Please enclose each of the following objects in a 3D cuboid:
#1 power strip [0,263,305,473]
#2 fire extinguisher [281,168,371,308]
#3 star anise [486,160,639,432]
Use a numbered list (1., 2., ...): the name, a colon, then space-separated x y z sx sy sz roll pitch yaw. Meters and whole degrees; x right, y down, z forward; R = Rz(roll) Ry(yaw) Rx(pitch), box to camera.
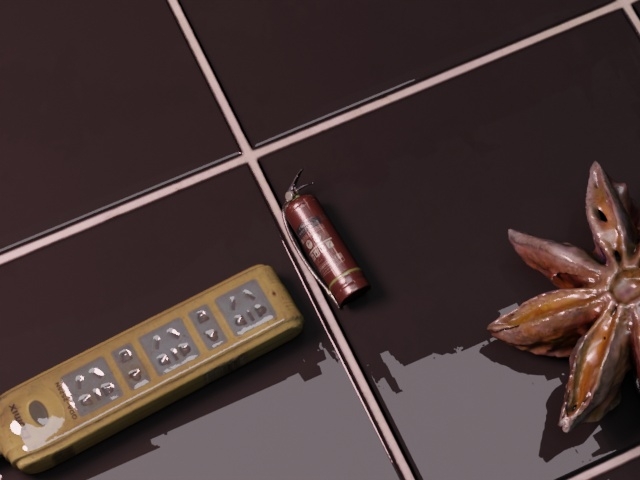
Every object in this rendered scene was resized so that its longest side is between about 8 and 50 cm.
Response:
1. power strip: -0.203 0.145 1.783 0.387 0.066 0.092 -28 68 -11
2. fire extinguisher: 0.000 0.000 1.857 0.064 0.043 0.158 -43 68 28
3. star anise: 0.344 0.063 1.776 0.332 0.117 0.331 -5 70 15
